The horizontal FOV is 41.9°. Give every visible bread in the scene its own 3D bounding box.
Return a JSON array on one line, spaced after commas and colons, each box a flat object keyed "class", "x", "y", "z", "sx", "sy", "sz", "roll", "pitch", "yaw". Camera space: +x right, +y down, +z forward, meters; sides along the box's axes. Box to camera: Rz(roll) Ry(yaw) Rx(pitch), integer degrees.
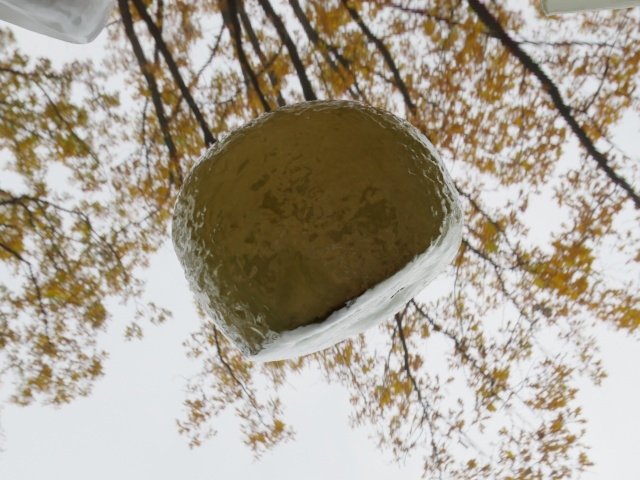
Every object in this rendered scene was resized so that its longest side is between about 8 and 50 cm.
[{"class": "bread", "x": -0.004, "y": -0.011, "z": 0.936, "sx": 0.320, "sy": 0.320, "sz": 0.237, "roll": -21, "pitch": -105, "yaw": -4}]

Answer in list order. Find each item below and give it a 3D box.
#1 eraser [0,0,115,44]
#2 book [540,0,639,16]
[{"class": "eraser", "x": -0.263, "y": -0.227, "z": 0.373, "sx": 0.331, "sy": 0.331, "sz": 0.150, "roll": 24, "pitch": -88, "yaw": 12}, {"class": "book", "x": 0.299, "y": -0.194, "z": 0.443, "sx": 0.310, "sy": 0.021, "sz": 0.217, "roll": 5, "pitch": -135, "yaw": 39}]
